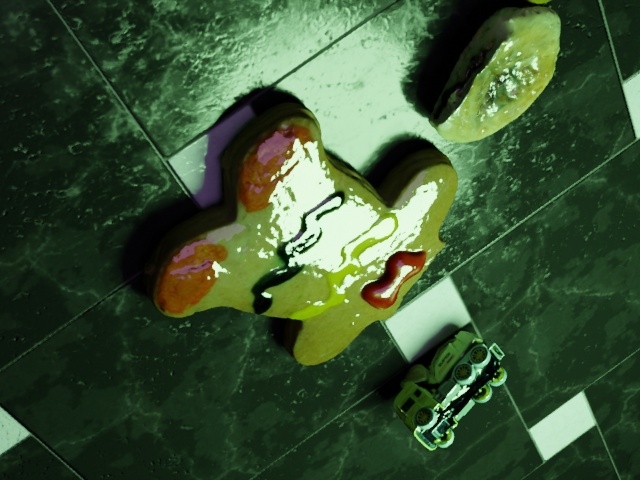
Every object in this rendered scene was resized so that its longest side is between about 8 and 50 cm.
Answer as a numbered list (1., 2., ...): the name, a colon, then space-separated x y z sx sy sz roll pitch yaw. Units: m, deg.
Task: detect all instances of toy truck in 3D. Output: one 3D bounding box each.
1. toy truck: 0.196 0.223 1.807 0.191 0.116 0.085 -48 135 -3

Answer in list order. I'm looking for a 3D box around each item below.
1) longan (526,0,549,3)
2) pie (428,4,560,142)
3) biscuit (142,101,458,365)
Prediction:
1. longan: 0.276 -0.341 1.449 0.075 0.075 0.083 -17 136 -20
2. pie: 0.243 -0.220 1.531 0.185 0.052 0.218 -5 132 -48
3. biscuit: 0.000 0.000 1.540 0.394 0.076 0.368 26 108 -42
